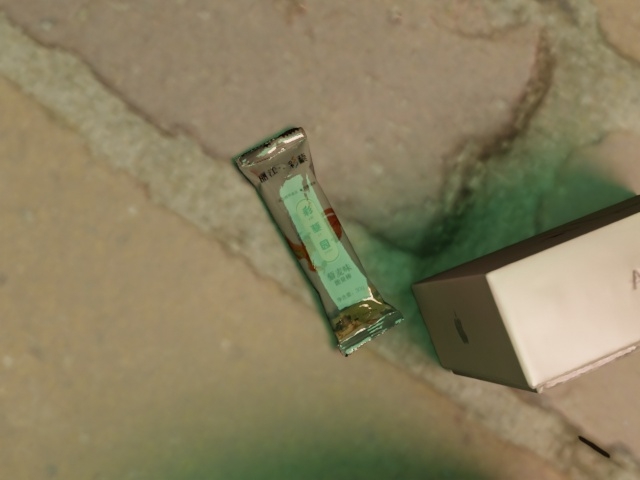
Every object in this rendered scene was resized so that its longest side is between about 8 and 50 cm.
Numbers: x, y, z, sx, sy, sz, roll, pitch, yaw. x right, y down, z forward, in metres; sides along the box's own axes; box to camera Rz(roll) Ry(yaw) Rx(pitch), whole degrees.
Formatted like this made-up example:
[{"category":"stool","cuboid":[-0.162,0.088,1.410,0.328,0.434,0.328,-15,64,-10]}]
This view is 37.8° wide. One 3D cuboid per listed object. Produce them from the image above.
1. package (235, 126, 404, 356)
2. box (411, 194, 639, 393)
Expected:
[{"category":"package","cuboid":[0.000,0.000,0.451,0.037,0.015,0.110,-28,87,-3]},{"category":"box","cuboid":[0.120,0.016,0.405,0.130,0.129,0.051,-22,88,-8]}]
